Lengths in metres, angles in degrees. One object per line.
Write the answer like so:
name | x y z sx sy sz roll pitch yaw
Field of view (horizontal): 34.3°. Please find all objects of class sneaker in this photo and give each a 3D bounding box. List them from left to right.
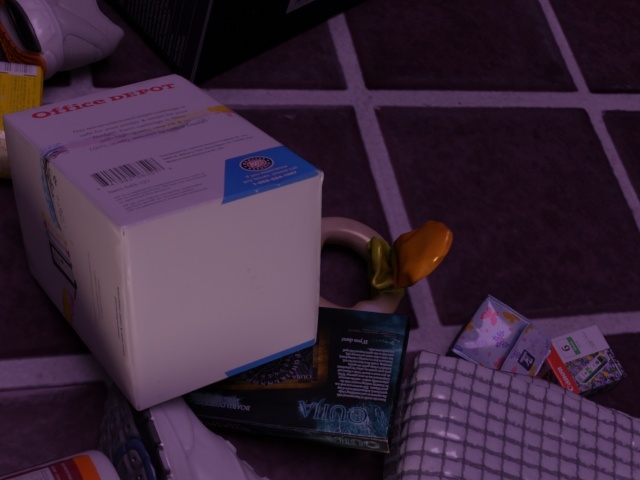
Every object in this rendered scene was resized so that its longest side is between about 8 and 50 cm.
sneaker | -0.300 -0.283 1.097 0.121 0.099 0.262 -17 71 -35
sneaker | -0.079 0.228 0.829 0.129 0.111 0.297 -13 64 -45

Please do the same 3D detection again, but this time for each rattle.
rattle | 0.000 0.000 0.974 0.200 0.143 0.130 35 72 -1

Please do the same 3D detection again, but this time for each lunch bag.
lunch bag | 0.175 0.104 1.001 0.083 0.053 0.071 36 77 3

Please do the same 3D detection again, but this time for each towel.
towel | 0.187 0.243 0.883 0.284 0.121 0.235 18 49 -8

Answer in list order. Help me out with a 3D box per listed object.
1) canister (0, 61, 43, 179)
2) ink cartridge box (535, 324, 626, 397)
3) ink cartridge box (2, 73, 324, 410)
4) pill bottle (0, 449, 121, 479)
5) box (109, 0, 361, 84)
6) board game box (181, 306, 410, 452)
canister | -0.351 -0.119 0.973 0.170 0.073 0.126 4 56 -17
ink cartridge box | 0.240 0.129 1.029 0.115 0.029 0.062 -13 62 -26
ink cartridge box | -0.133 -0.011 0.862 0.171 0.168 0.233 -18 36 -29
pill bottle | -0.248 0.236 0.738 0.221 0.121 0.121 -13 62 -25
box | -0.106 -0.394 1.174 0.343 0.179 0.312 -34 72 -34
board game box | -0.022 0.115 0.912 0.186 0.026 0.126 5 55 12
